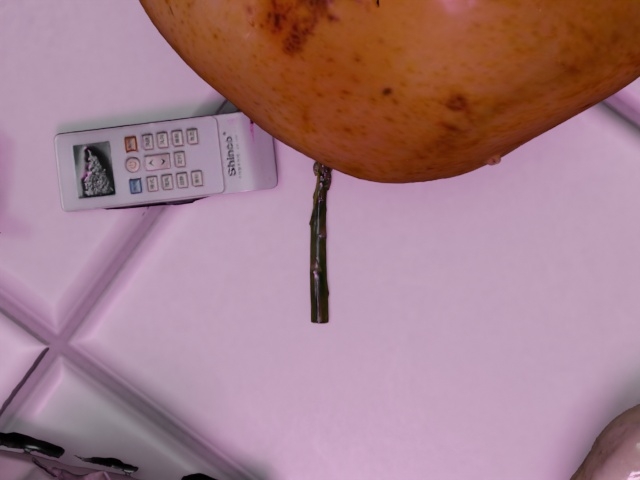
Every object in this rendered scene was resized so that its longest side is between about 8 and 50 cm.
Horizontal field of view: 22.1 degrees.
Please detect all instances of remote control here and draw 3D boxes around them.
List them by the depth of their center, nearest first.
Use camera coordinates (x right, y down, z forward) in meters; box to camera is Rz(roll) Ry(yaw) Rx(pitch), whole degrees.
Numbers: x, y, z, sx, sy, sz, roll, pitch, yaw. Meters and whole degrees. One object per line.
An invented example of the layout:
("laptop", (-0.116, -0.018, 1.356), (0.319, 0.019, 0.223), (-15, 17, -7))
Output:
("remote control", (-0.117, -0.058, 1.240), (0.166, 0.029, 0.065), (-6, 91, 8))

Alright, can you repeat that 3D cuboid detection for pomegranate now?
("pomegranate", (0.077, -0.238, 1.067), (0.417, 0.416, 0.416), (0, 91, 3))

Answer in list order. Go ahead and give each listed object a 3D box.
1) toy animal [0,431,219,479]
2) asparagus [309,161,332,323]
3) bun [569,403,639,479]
("toy animal", (-0.167, 0.333, 1.163), (0.258, 0.194, 0.357), (11, 88, 40))
("asparagus", (0.000, 0.000, 1.240), (0.018, 0.015, 0.127), (1, 91, -6))
("bun", (0.286, 0.214, 1.165), (0.239, 0.141, 0.239), (1, 94, 9))
